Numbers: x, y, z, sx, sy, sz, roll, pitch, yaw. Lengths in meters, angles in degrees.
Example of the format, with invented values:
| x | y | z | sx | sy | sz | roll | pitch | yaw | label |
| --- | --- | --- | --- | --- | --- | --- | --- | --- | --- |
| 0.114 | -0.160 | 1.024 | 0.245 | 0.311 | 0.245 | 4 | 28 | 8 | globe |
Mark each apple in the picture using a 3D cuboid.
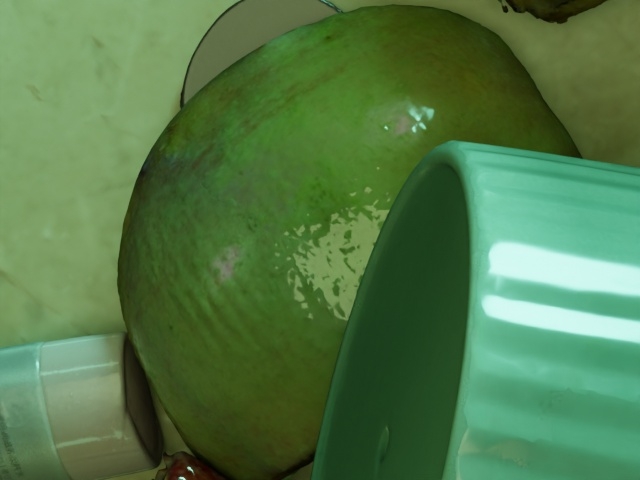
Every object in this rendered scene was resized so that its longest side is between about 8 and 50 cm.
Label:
| x | y | z | sx | sy | sz | roll | pitch | yaw | label |
| --- | --- | --- | --- | --- | --- | --- | --- | --- | --- |
| 0.000 | 0.000 | 0.999 | 0.265 | 0.120 | 0.193 | -39 | 96 | 10 | apple |

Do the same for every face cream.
| x | y | z | sx | sy | sz | roll | pitch | yaw | label |
| --- | --- | --- | --- | --- | --- | --- | --- | --- | --- |
| -0.189 | 0.101 | 1.075 | 0.198 | 0.057 | 0.084 | -10 | 112 | 8 | face cream |

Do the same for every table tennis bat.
| x | y | z | sx | sy | sz | roll | pitch | yaw | label |
| --- | --- | --- | --- | --- | --- | --- | --- | --- | --- |
| -0.036 | -0.058 | 1.053 | 0.095 | 0.014 | 0.158 | 31 | 99 | 2 | table tennis bat |

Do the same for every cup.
| x | y | z | sx | sy | sz | roll | pitch | yaw | label |
| --- | --- | --- | --- | --- | --- | --- | --- | --- | --- |
| 0.198 | 0.165 | 0.862 | 0.392 | 0.310 | 0.401 | 13 | 109 | -9 | cup |

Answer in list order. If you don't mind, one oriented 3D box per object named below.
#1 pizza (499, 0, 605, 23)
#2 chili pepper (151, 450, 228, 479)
| x | y | z | sx | sy | sz | roll | pitch | yaw | label |
| --- | --- | --- | --- | --- | --- | --- | --- | --- | --- |
| 0.101 | -0.211 | 0.983 | 0.226 | 0.069 | 0.147 | 47 | 132 | 14 | pizza |
| -0.011 | 0.221 | 1.026 | 0.252 | 0.136 | 0.144 | 28 | 91 | 5 | chili pepper |
